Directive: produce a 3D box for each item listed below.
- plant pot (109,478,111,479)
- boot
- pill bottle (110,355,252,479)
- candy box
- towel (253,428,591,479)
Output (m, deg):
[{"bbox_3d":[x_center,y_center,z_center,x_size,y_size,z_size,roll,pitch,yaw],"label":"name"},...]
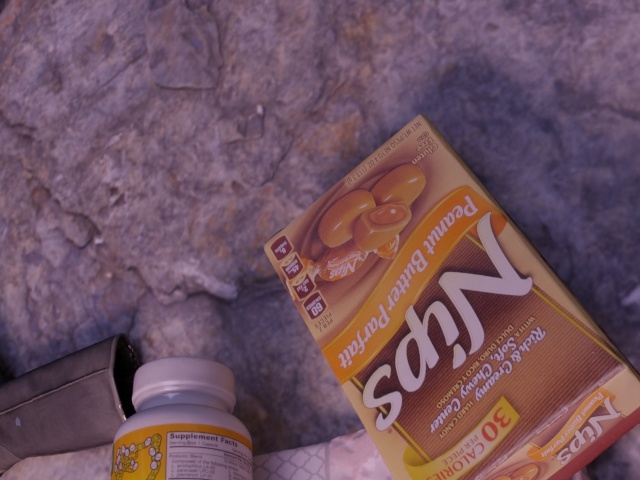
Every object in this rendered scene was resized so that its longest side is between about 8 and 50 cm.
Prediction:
[{"bbox_3d":[-0.145,0.240,1.076,0.081,0.081,0.083,32,81,33],"label":"plant pot"},{"bbox_3d":[-0.280,0.135,1.186,0.208,0.076,0.190,-27,77,28],"label":"boot"},{"bbox_3d":[-0.114,0.206,0.978,0.117,0.117,0.208,-17,56,24],"label":"pill bottle"},{"bbox_3d":[0.097,0.062,0.942,0.183,0.087,0.316,-40,45,8],"label":"candy box"},{"bbox_3d":[0.064,0.292,0.914,0.317,0.053,0.332,-17,56,27],"label":"towel"}]
